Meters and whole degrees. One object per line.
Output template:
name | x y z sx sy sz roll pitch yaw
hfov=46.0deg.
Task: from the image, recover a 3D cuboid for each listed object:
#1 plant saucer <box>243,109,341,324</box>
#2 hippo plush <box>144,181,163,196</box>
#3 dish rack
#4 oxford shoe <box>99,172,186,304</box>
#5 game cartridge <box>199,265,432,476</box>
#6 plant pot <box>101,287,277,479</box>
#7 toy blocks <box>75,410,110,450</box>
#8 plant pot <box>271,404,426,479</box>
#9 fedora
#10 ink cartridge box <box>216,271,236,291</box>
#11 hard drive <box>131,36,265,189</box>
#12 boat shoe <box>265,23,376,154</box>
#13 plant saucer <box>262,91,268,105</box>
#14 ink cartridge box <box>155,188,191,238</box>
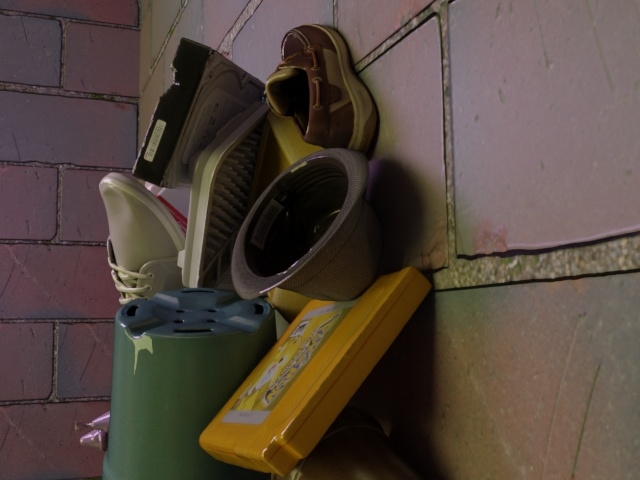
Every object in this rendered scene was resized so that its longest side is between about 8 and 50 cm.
plant saucer | -0.052 -0.055 1.275 0.333 0.080 0.333 -115 34 -51
hippo plush | -0.318 -0.039 1.871 0.294 0.234 0.236 50 178 -4
dish rack | -0.171 -0.081 1.367 0.285 0.072 0.333 -55 -16 -50
oxford shoe | -0.338 0.065 1.460 0.169 0.130 0.449 23 141 26
game cartridge | -0.021 0.168 0.977 0.285 0.052 0.323 -50 7 -24
plant pot | -0.202 0.269 1.232 0.341 0.341 0.334 -150 58 -66
toy blocks | -0.372 0.389 1.574 0.289 0.260 0.309 111 148 -54
plant pot | 0.052 0.304 0.888 0.165 0.166 0.167 24 111 58
fedora | 0.000 0.000 1.005 0.244 0.124 0.275 -48 26 2
ink cartridge box | -0.195 0.168 1.595 0.172 0.100 0.237 138 129 -62
hard drive | -0.200 -0.203 1.335 0.339 0.064 0.237 -7 -61 -80
boat shoe | -0.025 -0.242 1.155 0.342 0.123 0.123 -111 31 -45
plant saucer | -0.094 -0.237 1.475 0.119 0.021 0.119 -179 90 -69
ink cartridge box | -0.273 -0.080 1.607 0.273 0.114 0.197 -52 6 -27
